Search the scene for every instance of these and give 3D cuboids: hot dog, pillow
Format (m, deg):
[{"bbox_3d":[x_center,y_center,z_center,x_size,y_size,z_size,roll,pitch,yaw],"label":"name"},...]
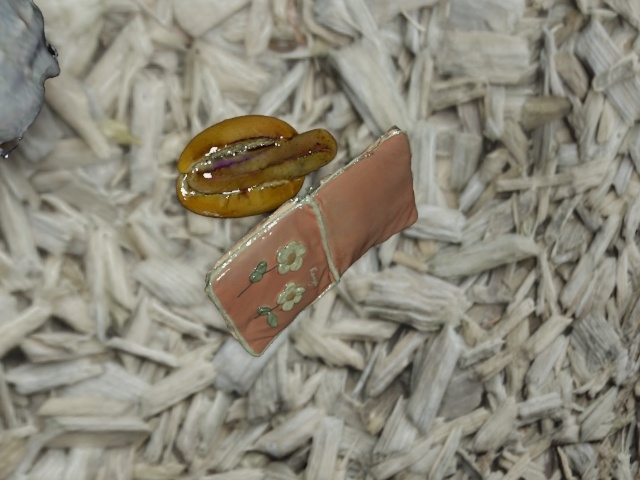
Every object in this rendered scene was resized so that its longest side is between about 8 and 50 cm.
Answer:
[{"bbox_3d":[-0.055,-0.063,0.588,0.140,0.060,0.089,-10,114,-29],"label":"hot dog"},{"bbox_3d":[0.000,0.000,0.628,0.232,0.043,0.126,-39,143,-14],"label":"pillow"}]

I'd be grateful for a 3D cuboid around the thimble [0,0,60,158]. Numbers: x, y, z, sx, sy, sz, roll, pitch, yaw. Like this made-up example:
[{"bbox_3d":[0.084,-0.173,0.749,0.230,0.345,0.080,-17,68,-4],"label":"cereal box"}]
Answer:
[{"bbox_3d":[-0.281,-0.094,0.376,0.236,0.205,0.172,-46,126,-11],"label":"thimble"}]
